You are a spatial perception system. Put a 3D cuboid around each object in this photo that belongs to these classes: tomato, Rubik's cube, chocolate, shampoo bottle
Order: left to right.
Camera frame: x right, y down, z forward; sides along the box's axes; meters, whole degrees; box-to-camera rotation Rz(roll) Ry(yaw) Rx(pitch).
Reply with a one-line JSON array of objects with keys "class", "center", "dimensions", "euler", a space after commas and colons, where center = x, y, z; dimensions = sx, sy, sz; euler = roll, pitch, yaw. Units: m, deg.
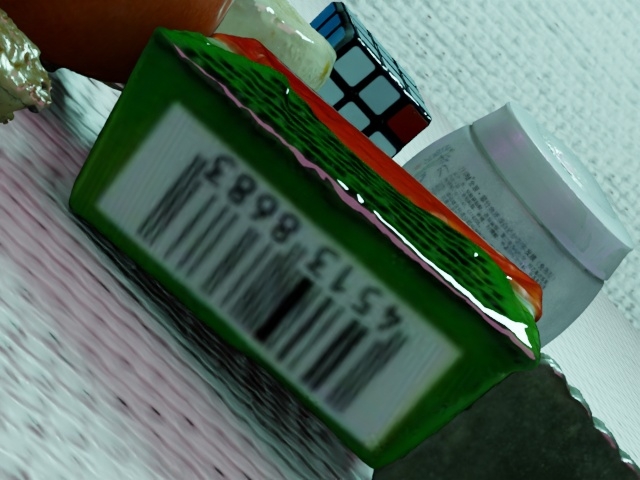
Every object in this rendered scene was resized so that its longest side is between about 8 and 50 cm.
[{"class": "tomato", "center": [-0.190, -0.292, 1.404], "dimensions": [0.341, 0.273, 0.341], "euler": [44, 10, -9]}, {"class": "chocolate", "center": [0.000, 0.000, 1.366], "dimensions": [0.360, 0.161, 0.341], "euler": [41, 10, 3]}, {"class": "Rubik's cube", "center": [0.023, -0.178, 2.158], "dimensions": [0.163, 0.162, 0.160], "euler": [46, 12, -22]}, {"class": "shampoo bottle", "center": [0.208, -0.004, 2.033], "dimensions": [0.273, 0.266, 0.273], "euler": [48, 12, -14]}]

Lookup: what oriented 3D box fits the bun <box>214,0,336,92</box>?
[{"class": "bun", "center": [-0.094, -0.224, 1.914], "dimensions": [0.239, 0.141, 0.239], "euler": [42, 10, -9]}]

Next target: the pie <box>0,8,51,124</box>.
[{"class": "pie", "center": [-0.298, -0.176, 1.134], "dimensions": [0.282, 0.068, 0.128], "euler": [42, 12, -32]}]

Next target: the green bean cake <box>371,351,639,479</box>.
[{"class": "green bean cake", "center": [0.154, 0.203, 1.352], "dimensions": [0.183, 0.185, 0.094], "euler": [51, 6, 0]}]
